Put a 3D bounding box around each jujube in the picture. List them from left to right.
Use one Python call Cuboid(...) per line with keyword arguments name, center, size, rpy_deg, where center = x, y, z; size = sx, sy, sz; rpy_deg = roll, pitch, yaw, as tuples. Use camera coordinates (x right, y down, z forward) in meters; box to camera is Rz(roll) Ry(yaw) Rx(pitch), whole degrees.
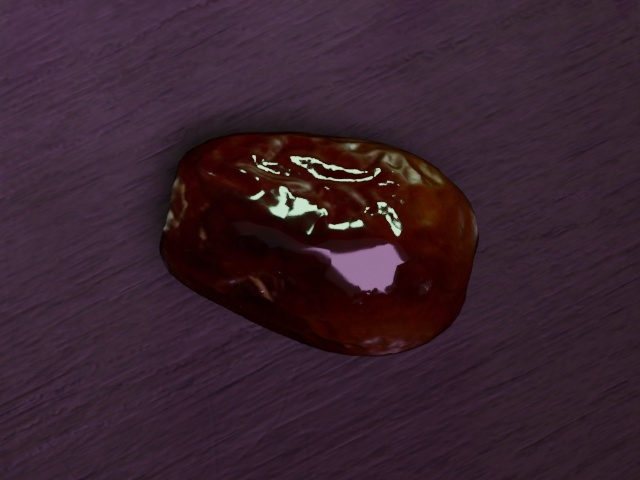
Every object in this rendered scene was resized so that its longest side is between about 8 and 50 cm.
Cuboid(name="jujube", center=(0.000, 0.000, 1.847), size=(0.318, 0.223, 0.223), rpy_deg=(14, 100, -4))
